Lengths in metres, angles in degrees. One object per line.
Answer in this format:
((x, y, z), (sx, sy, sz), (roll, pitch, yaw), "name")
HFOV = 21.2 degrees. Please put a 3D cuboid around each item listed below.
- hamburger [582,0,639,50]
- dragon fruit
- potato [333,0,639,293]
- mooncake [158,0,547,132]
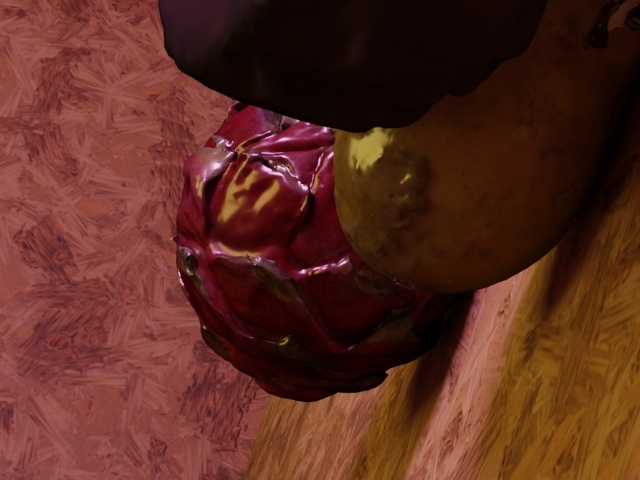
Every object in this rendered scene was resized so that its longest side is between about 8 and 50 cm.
((0.242, -0.245, 1.107), (0.243, 0.138, 0.262), (147, 146, -81), "hamburger")
((0.002, 0.002, 1.719), (0.329, 0.329, 0.329), (-158, 90, -86), "dragon fruit")
((0.119, -0.086, 1.328), (0.229, 0.229, 0.266), (130, 163, -76), "potato")
((0.033, -0.258, 1.174), (0.350, 0.212, 0.381), (5, 75, 62), "mooncake")
